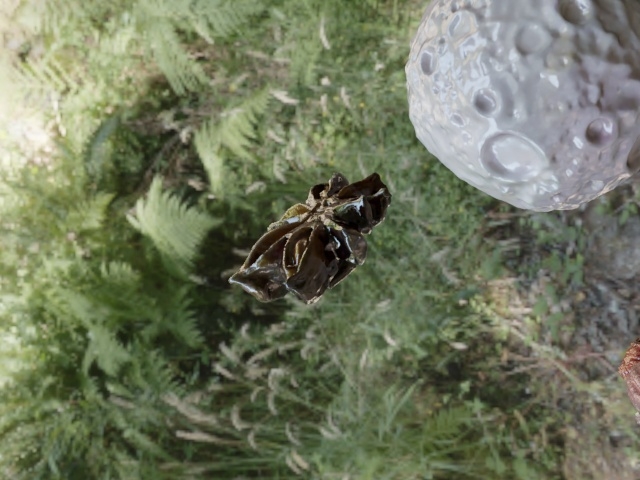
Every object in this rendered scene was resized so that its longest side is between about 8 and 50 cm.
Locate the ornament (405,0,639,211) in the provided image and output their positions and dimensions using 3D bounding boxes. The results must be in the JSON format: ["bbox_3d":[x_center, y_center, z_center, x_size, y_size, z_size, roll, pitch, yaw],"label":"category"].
[{"bbox_3d":[0.214,-0.161,0.758,0.259,0.259,0.225,-104,35,-58],"label":"ornament"}]

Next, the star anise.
[{"bbox_3d":[-0.004,0.004,0.957,0.099,0.220,0.214,53,160,-14],"label":"star anise"}]

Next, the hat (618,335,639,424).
[{"bbox_3d":[0.468,0.198,0.969,0.286,0.236,0.107,-139,63,-67],"label":"hat"}]
